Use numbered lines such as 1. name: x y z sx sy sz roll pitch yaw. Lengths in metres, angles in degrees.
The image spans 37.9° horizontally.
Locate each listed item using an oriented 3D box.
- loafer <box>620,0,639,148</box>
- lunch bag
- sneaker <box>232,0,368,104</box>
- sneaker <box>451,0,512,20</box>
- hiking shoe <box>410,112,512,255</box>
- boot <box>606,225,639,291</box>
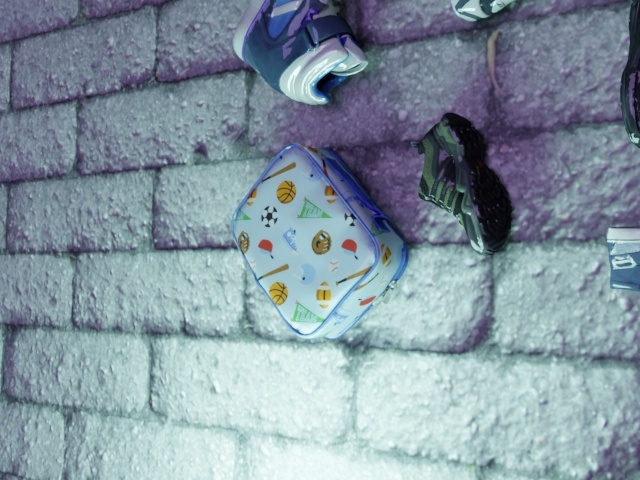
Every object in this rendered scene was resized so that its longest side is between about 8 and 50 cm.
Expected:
1. loafer: 0.442 -0.231 1.214 0.078 0.076 0.223 4 85 45
2. lunch bag: 0.000 0.000 1.518 0.243 0.115 0.303 -49 59 21
3. sneaker: 0.015 -0.382 1.535 0.236 0.130 0.323 37 105 23
4. sneaker: 0.259 -0.452 1.361 0.153 0.094 0.235 -8 82 36
5. hiking shoe: 0.207 -0.072 1.394 0.114 0.086 0.227 -37 60 45
6. boot: 0.461 0.025 1.197 0.190 0.069 0.086 0 94 46
